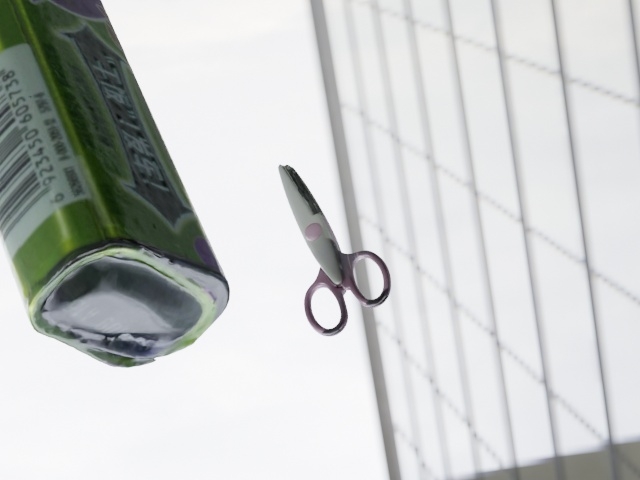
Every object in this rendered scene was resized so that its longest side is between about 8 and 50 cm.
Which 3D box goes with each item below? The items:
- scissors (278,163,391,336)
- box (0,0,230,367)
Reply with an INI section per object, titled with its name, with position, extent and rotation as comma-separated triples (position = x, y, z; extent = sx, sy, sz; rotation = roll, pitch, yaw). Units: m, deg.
[scissors]
position = 0.000, 0.000, 1.538
extent = 0.085, 0.176, 0.022
rotation = -36, 147, 15
[box]
position = -0.173, -0.080, 1.130
extent = 0.097, 0.346, 0.134
rotation = -44, 142, 22
